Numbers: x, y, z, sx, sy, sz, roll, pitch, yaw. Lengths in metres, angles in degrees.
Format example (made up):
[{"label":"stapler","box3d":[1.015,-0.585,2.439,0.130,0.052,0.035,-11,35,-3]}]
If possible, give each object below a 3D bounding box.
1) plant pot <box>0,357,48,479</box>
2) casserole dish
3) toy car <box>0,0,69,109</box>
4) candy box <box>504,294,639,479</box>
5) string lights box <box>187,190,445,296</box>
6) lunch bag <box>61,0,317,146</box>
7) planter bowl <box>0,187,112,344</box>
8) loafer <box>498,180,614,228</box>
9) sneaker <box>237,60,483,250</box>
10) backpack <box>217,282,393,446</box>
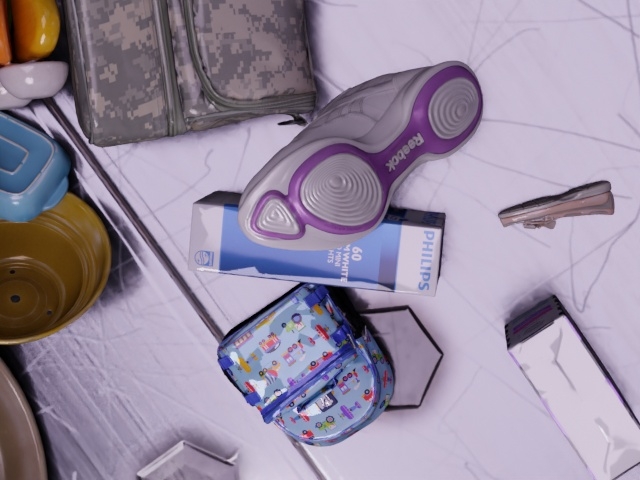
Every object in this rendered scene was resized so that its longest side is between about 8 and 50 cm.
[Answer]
[{"label":"plant pot","box3d":[-0.497,0.271,1.617,0.280,0.323,0.323,-16,92,24]},{"label":"casserole dish","box3d":[-0.365,-0.095,1.655,0.188,0.037,0.114,25,62,10]},{"label":"toy car","box3d":[-0.356,-0.223,1.603,0.136,0.182,0.159,-9,91,-34]},{"label":"candy box","box3d":[0.263,0.149,1.554,0.070,0.196,0.165,-34,90,7]},{"label":"string lights box","box3d":[0.000,0.000,1.603,0.260,0.133,0.076,6,98,6]},{"label":"lunch bag","box3d":[-0.140,-0.258,1.573,0.256,0.212,0.305,-8,94,-10]},{"label":"planter bowl","box3d":[-0.337,0.043,1.646,0.217,0.090,0.217,3,54,-5]},{"label":"loafer","box3d":[0.256,-0.030,1.621,0.125,0.045,0.039,-16,99,4]},{"label":"sneaker","box3d":[0.028,-0.083,1.546,0.305,0.152,0.114,-34,112,-27]},{"label":"backpack","box3d":[-0.010,0.143,1.626,0.158,0.117,0.173,-33,93,8]}]
